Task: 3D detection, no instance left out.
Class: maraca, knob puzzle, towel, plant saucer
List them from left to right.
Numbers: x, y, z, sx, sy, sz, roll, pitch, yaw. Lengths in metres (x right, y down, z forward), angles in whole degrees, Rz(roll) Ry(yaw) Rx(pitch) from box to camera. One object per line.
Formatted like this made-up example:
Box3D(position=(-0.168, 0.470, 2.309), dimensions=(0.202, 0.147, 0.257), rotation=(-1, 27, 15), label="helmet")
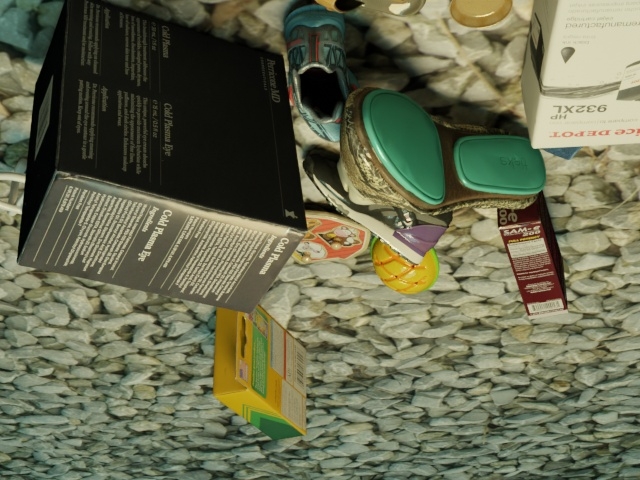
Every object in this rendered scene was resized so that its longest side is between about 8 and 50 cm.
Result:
Box3D(position=(0.000, 0.000, 1.894), dimensions=(0.213, 0.030, 0.213), rotation=(6, 154, 3), label="knob puzzle")
Box3D(position=(0.145, 0.019, 1.898), dimensions=(0.127, 0.099, 0.185), rotation=(3, 129, 22), label="maraca")
Box3D(position=(0.210, -0.312, 1.413), dimensions=(0.083, 0.015, 0.083), rotation=(-1, 149, -1), label="plant saucer")
Box3D(position=(0.392, -0.169, 1.648), dimensions=(0.067, 0.029, 0.119), rotation=(16, 146, -25), label="towel")

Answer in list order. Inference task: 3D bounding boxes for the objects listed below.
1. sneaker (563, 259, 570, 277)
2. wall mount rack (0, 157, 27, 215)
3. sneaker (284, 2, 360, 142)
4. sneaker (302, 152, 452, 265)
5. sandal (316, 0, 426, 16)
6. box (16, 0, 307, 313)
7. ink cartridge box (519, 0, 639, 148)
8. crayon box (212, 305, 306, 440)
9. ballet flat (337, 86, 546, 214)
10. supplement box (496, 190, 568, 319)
Box3D(position=(0.388, 0.050, 1.990), dimensions=(0.085, 0.058, 0.152), rotation=(-34, 144, 30), label="sneaker")
Box3D(position=(-0.331, -0.106, 1.650), dimensions=(0.350, 0.130, 0.304), rotation=(17, 149, -28), label="wall mount rack")
Box3D(position=(-0.003, -0.200, 1.488), dimensions=(0.104, 0.125, 0.262), rotation=(-5, 149, 9), label="sneaker")
Box3D(position=(0.098, -0.083, 1.750), dimensions=(0.283, 0.107, 0.124), rotation=(34, 105, -32), label="sneaker")
Box3D(position=(0.034, -0.315, 1.357), dimensions=(0.219, 0.060, 0.090), rotation=(13, 147, -22), label="sandal")
Box3D(position=(-0.206, -0.113, 1.396), dimensions=(0.313, 0.343, 0.179), rotation=(14, 135, -22), label="box")
Box3D(position=(0.392, -0.259, 1.396), dimensions=(0.223, 0.129, 0.307), rotation=(-3, 150, 2), label="ink cartridge box")
Box3D(position=(-0.129, 0.254, 2.180), dimensions=(0.083, 0.203, 0.323), rotation=(-13, 147, 19), label="crayon box")
Box3D(position=(0.141, -0.104, 1.550), dimensions=(0.182, 0.164, 0.483), rotation=(-15, 167, 38), label="ballet flat")
Box3D(position=(0.354, 0.008, 1.801), dimensions=(0.073, 0.130, 0.239), rotation=(-10, 134, 17), label="supplement box")
